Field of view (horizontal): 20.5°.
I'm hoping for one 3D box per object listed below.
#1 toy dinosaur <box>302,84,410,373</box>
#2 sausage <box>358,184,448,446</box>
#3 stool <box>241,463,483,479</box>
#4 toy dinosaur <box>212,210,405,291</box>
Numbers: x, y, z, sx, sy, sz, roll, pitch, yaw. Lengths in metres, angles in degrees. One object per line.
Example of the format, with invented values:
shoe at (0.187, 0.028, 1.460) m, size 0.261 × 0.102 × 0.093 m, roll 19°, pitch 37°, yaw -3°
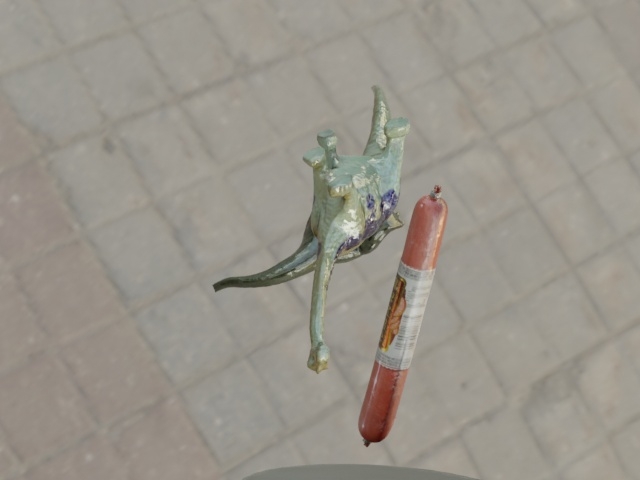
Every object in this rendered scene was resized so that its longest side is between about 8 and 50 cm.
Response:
toy dinosaur at (0.014, -0.026, 0.723) m, size 0.037 × 0.058 × 0.180 m, roll 14°, pitch 44°, yaw 12°
sausage at (0.070, 0.068, 1.506) m, size 0.034 × 0.253 × 0.034 m, roll 12°, pitch 21°, yaw -5°
stool at (0.041, 0.373, 1.497) m, size 0.297 × 0.297 × 0.330 m, roll 1°, pitch 93°, yaw -33°
toy dinosaur at (0.000, 0.000, 1.818) m, size 0.087 × 0.179 × 0.187 m, roll 47°, pitch 24°, yaw -2°
